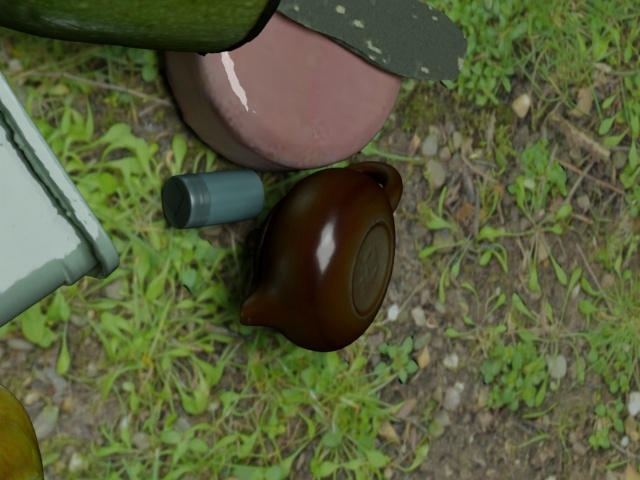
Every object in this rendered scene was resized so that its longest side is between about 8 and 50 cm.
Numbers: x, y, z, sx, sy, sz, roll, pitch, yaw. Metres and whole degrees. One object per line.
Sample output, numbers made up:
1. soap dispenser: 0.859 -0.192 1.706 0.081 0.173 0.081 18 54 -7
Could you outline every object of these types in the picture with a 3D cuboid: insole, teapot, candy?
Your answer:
1. insole: 0.046 -0.210 1.752 0.248 0.011 0.081 20 77 -34
2. teapot: 0.000 0.000 1.770 0.252 0.135 0.178 -57 154 -43
3. candy: -0.039 -0.187 1.758 0.255 0.094 0.255 1 88 -35

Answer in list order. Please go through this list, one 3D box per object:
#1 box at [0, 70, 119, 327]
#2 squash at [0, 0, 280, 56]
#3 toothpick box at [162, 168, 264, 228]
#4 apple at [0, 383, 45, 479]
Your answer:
1. box: -0.335 -0.053 1.510 0.182 0.175 0.312 -39 110 -21
2. squash: -0.213 -0.308 1.521 0.308 0.310 0.310 -3 90 -33
3. toothpick box: -0.101 -0.040 1.735 0.083 0.052 0.052 -7 93 -36
4. apple: -0.323 0.198 1.499 0.195 0.160 0.173 -20 140 -43
